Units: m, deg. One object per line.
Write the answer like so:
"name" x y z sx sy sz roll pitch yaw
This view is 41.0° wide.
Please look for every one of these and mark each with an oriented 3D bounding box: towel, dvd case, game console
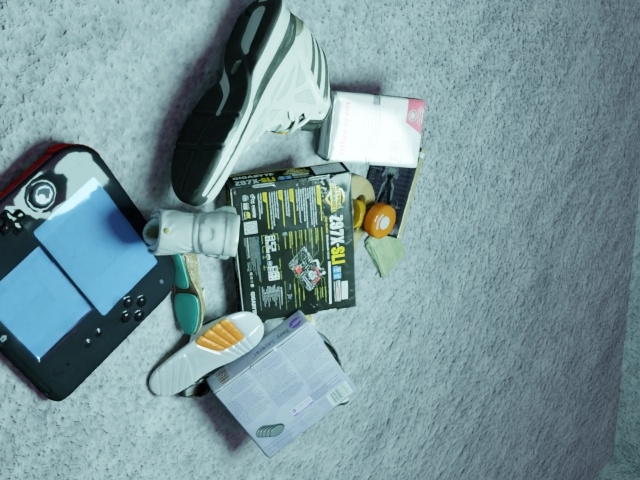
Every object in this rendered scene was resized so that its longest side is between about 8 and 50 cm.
"towel" 0.171 0.017 2.224 0.110 0.027 0.148 -52 136 -25
"dvd case" 0.163 -0.124 2.059 0.018 0.165 0.221 14 92 -39
"game console" -0.446 0.056 1.503 0.342 0.060 0.386 -51 135 -25

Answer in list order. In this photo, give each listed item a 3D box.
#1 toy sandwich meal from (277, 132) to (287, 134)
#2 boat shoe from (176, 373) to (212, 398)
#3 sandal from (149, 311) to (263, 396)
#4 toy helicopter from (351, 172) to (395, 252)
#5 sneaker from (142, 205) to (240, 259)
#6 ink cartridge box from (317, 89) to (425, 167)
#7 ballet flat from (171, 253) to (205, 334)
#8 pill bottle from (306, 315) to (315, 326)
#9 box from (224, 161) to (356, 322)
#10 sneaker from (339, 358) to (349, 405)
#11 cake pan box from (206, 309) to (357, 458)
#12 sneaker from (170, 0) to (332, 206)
"toy sandwich meal" -0.079 -0.263 1.834 0.086 0.029 0.085 -20 118 -44
"boat shoe" -0.255 0.314 1.829 0.125 0.038 0.046 8 97 -50
"sandal" -0.248 0.222 1.787 0.265 0.076 0.102 -31 121 -13
"toy helicopter" 0.000 0.000 1.945 0.355 0.140 0.235 -56 141 -7
"sneaker" -0.245 -0.020 1.598 0.169 0.292 0.108 5 87 -9
"ink cartridge box" 0.113 -0.253 1.941 0.218 0.092 0.158 2 103 -19
"ballet flat" -0.260 0.092 1.725 0.067 0.073 0.206 -43 137 -50
"pill bottle" -0.046 0.183 2.019 0.083 0.043 0.043 38 74 -49
"box" -0.060 0.009 1.823 0.257 0.079 0.321 -10 114 -13
"sneaker" -0.059 0.314 2.032 0.281 0.106 0.162 9 70 -39
"cake pan box" -0.076 0.313 1.867 0.267 0.070 0.245 -38 126 -5
"sneaker" -0.102 -0.232 1.690 0.257 0.169 0.447 34 74 -40
